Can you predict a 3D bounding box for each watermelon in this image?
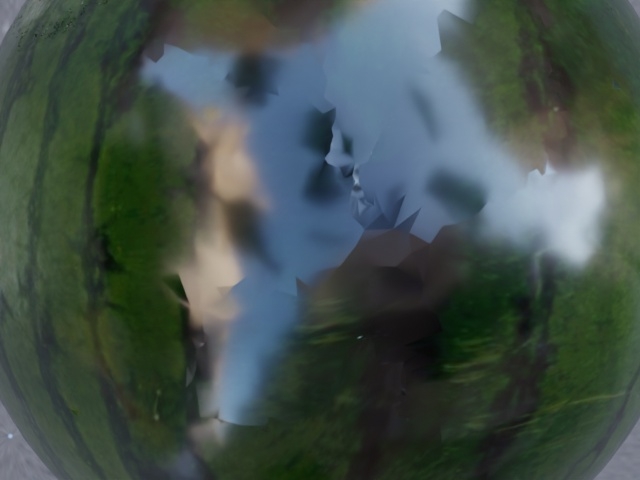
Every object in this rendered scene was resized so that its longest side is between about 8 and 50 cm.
[{"bbox_3d":[0.000,-0.005,0.587,0.242,0.242,0.242,1,84,-10],"label":"watermelon"}]
